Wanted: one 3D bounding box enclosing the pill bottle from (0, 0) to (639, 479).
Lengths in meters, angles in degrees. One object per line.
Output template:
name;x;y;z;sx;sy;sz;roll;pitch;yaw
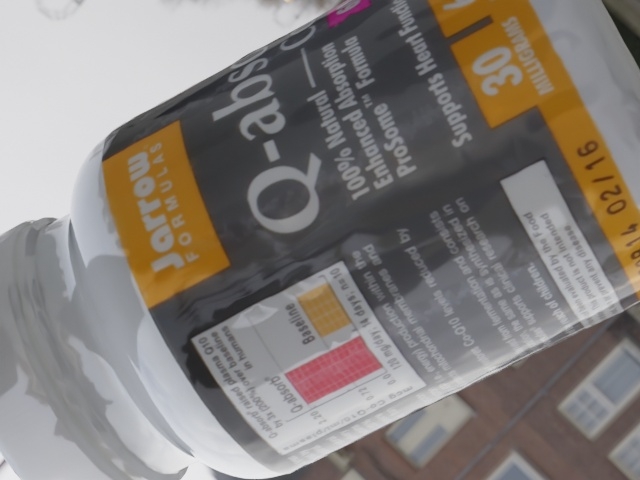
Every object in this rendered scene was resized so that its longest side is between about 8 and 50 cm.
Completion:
pill bottle;0.000;0.000;0.533;0.162;0.278;0.162;59;-170;-18
